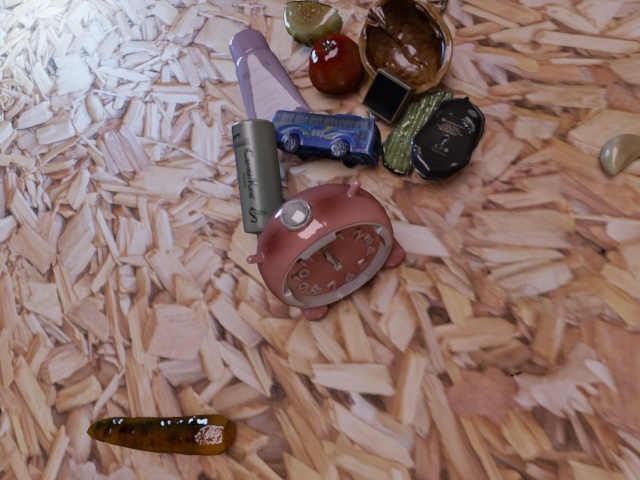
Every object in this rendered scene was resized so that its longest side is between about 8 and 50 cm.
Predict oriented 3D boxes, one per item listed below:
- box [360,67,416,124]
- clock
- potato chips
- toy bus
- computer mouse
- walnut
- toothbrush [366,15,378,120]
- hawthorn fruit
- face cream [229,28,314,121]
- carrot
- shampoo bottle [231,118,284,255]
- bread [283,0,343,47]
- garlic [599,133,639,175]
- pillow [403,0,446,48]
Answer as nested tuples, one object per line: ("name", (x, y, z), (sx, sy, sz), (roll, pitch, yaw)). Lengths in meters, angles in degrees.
("box", (0.132, -0.284, 0.797), (0.079, 0.035, 0.083), (38, 126, 12))
("clock", (0.000, 0.000, 0.654), (0.227, 0.241, 0.142), (-36, 59, 4))
("potato chips", (0.184, -0.220, 0.791), (0.092, 0.028, 0.207), (24, 81, 25))
("toy bus", (0.006, -0.208, 0.811), (0.237, 0.079, 0.093), (13, 90, 24))
("computer mouse", (0.229, -0.179, 0.737), (0.106, 0.062, 0.192), (30, 71, 11))
("walnut", (0.177, -0.384, 0.816), (0.167, 0.087, 0.211), (-39, 81, 26))
("toothbrush", (0.113, -0.385, 0.884), (0.021, 0.024, 0.287), (-6, 68, 15))
("hawthorn fruit", (0.027, -0.381, 0.863), (0.125, 0.140, 0.125), (-35, 41, 38))
("face cream", (-0.127, -0.350, 0.931), (0.154, 0.096, 0.273), (-25, 76, 6))
("carrot", (-0.302, 0.345, 0.725), (0.315, 0.066, 0.066), (-6, 68, 18))
("shampoo bottle", (-0.117, -0.098, 0.790), (0.086, 0.085, 0.261), (-6, 92, 18))
("bread", (-0.019, -0.501, 0.945), (0.157, 0.083, 0.094), (9, 76, 25))
("garlic", (0.485, -0.143, 0.647), (0.083, 0.041, 0.053), (-31, 67, -2))
("pillow", (0.212, -0.518, 0.893), (0.126, 0.043, 0.232), (15, 73, 19))
